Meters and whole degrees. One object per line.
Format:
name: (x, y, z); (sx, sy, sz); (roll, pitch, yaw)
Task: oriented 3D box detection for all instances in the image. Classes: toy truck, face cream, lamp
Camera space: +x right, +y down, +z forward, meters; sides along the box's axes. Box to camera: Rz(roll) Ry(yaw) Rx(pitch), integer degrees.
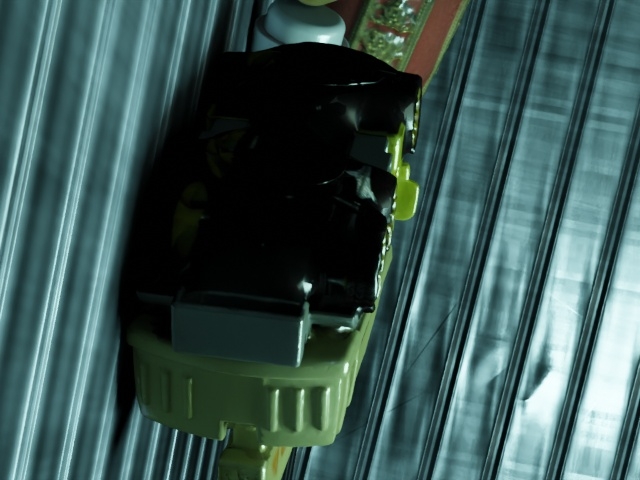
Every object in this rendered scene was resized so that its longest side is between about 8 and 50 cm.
toy truck: (-0.028, 0.010, 1.387); (0.405, 0.180, 0.254); (-72, 170, -62)
face cream: (-0.023, -0.171, 1.675); (0.091, 0.091, 0.095); (-73, -179, -63)
lamp: (0.070, -0.261, 2.030); (0.177, 0.177, 0.274); (-76, -171, -52)

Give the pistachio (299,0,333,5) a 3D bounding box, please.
pistachio: (0.003, -0.309, 1.659); (0.108, 0.126, 0.186); (7, -89, 51)
